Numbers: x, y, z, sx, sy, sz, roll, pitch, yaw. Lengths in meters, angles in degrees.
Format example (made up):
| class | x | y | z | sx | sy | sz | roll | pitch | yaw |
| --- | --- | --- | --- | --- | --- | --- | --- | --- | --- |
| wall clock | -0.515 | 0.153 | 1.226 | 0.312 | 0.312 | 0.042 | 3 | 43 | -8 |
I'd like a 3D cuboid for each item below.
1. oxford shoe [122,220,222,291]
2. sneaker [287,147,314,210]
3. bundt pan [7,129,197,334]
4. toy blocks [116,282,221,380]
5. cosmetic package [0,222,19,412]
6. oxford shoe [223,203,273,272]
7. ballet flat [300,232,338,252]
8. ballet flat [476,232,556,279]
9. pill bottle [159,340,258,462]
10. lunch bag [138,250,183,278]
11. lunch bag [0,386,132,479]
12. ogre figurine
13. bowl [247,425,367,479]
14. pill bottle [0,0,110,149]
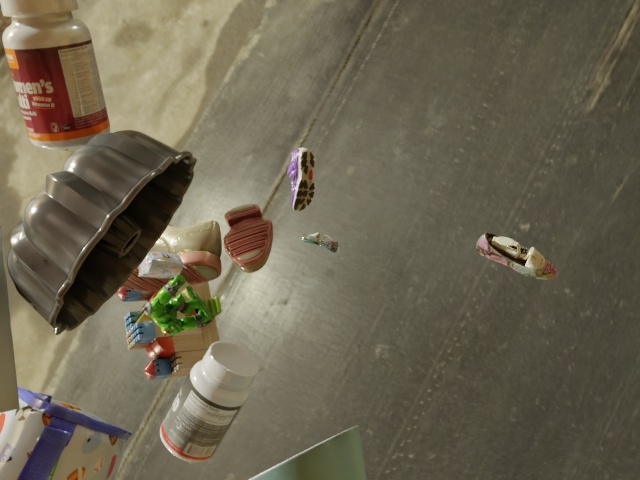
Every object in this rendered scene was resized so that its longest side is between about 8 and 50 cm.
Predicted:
| class | x | y | z | sx | sy | sz | roll | pitch | yaw |
| --- | --- | --- | --- | --- | --- | --- | --- | --- | --- |
| oxford shoe | -0.416 | 0.039 | 1.562 | 0.396 | 0.140 | 0.147 | -7 | 62 | 21 |
| sneaker | -0.057 | -0.164 | 1.647 | 0.071 | 0.068 | 0.170 | 9 | 95 | 43 |
| bundt pan | -0.332 | -0.031 | 0.911 | 0.124 | 0.331 | 0.331 | 36 | 89 | -2 |
| toy blocks | -0.441 | 0.247 | 1.768 | 0.190 | 0.260 | 0.382 | -38 | 60 | 46 |
| cosmetic package | -0.631 | 0.130 | 0.834 | 0.377 | 0.097 | 0.285 | -11 | 81 | -4 |
| oxford shoe | -0.164 | 0.015 | 1.504 | 0.122 | 0.130 | 0.348 | -15 | 22 | -2 |
| ballet flat | 0.000 | 0.000 | 1.686 | 0.114 | 0.041 | 0.041 | 20 | 81 | 24 |
| ballet flat | 0.526 | 0.038 | 1.625 | 0.221 | 0.079 | 0.077 | 23 | 57 | 13 |
| pill bottle | -0.282 | 0.408 | 1.560 | 0.161 | 0.161 | 0.283 | 40 | 109 | 30 |
| lunch bag | -0.331 | 0.050 | 1.267 | 0.083 | 0.071 | 0.053 | -15 | 73 | 56 |
| lunch bag | -0.480 | 0.424 | 0.999 | 0.238 | 0.385 | 0.328 | 24 | 69 | -9 |
| ogre figurine | -0.338 | 0.164 | 1.436 | 0.118 | 0.197 | 0.097 | -33 | 74 | -8 |
| bowl | -0.021 | 0.547 | 1.326 | 0.311 | 0.311 | 0.163 | -31 | 71 | 12 |
| pill bottle | -0.393 | -0.256 | 0.902 | 0.121 | 0.121 | 0.221 | 11 | 120 | 28 |
